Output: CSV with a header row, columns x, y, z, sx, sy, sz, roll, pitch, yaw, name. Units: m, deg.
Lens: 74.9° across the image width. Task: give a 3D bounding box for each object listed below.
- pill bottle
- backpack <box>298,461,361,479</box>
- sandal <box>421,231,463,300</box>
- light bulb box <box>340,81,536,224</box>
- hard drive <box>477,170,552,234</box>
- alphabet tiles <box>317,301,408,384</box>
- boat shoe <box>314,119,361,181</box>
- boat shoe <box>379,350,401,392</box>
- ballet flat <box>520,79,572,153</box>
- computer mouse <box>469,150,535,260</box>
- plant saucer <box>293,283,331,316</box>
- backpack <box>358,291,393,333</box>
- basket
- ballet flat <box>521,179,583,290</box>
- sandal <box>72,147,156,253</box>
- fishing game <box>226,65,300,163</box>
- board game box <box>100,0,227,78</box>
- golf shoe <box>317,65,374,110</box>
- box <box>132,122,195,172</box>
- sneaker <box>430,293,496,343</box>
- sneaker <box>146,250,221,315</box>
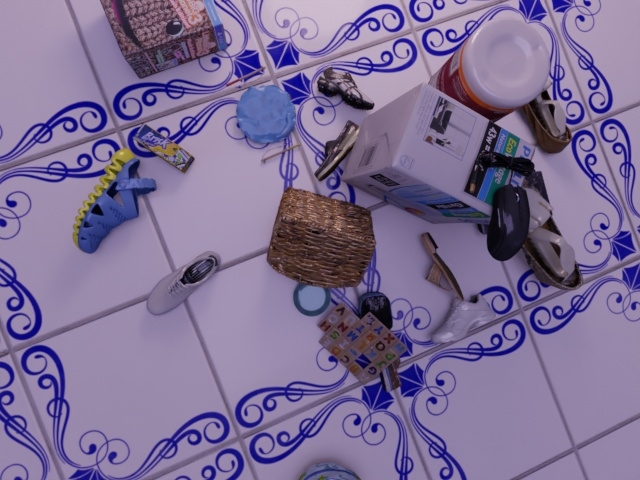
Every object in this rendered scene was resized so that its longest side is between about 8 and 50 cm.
x,y,z,sx,sy,sz,roll,pitch,yaw,name
0.433,-0.427,1.197,0.223,0.392,0.224,0,88,-7,pill bottle
0.014,0.831,1.187,0.289,0.273,0.356,20,73,0,backpack
0.367,0.096,1.341,0.079,0.088,0.240,-30,84,24,sandal
0.305,-0.210,1.165,0.360,0.358,0.226,23,86,-16,light bulb box
0.623,-0.124,1.380,0.254,0.054,0.172,-15,90,-7,hard drive
0.111,0.303,1.265,0.237,0.009,0.198,43,114,2,alphabet tiles
0.046,-0.282,1.304,0.073,0.080,0.224,40,78,1,boat shoe
0.212,0.378,1.308,0.066,0.066,0.184,-13,99,-12,boat shoe
0.722,-0.446,1.370,0.116,0.124,0.343,-28,91,-8,ballet flat
0.432,-0.085,0.993,0.183,0.060,0.262,12,90,-20,computer mouse
-0.027,0.175,1.301,0.119,0.021,0.120,0,88,-8,plant saucer
0.166,0.216,1.291,0.104,0.084,0.115,-5,99,-2,backpack
0.000,0.000,1.277,0.298,0.223,0.214,13,119,-7,basket
0.661,-0.031,1.268,0.164,0.182,0.483,-40,107,4,ballet flat
-0.582,-0.100,1.194,0.138,0.126,0.318,29,86,-9,sandal
-0.167,-0.392,1.298,0.189,0.041,0.264,-30,100,-7,fishing game
-0.455,-0.653,1.218,0.290,0.141,0.232,-24,91,-7,board game box
0.090,-0.482,1.315,0.198,0.077,0.094,25,85,-7,golf shoe
-0.465,-0.274,1.246,0.168,0.054,0.059,34,85,-5,box
0.437,0.245,1.335,0.232,0.090,0.115,-25,85,-16,sneaker
-0.406,0.120,1.219,0.258,0.091,0.094,-43,93,-7,sneaker
